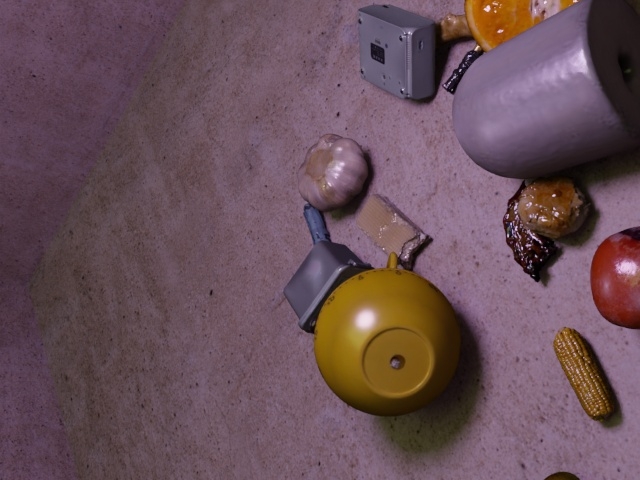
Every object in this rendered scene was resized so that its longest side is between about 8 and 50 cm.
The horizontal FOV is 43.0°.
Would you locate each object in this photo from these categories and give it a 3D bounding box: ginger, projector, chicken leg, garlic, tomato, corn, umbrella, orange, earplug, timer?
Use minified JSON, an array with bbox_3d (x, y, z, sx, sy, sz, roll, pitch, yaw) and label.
[{"bbox_3d":[0.358,-0.539,2.078,0.299,0.118,0.065,-7,52,55],"label":"ginger"},{"bbox_3d":[0.198,-0.503,2.169,0.250,0.108,0.198,40,143,47],"label":"projector"},{"bbox_3d":[0.459,-0.017,1.809,0.105,0.063,0.233,-34,52,29],"label":"chicken leg"},{"bbox_3d":[0.036,-0.185,2.280,0.228,0.152,0.227,-29,49,39],"label":"garlic"},{"bbox_3d":[0.604,0.065,1.502,0.208,0.208,0.184,-4,93,48],"label":"tomato"},{"bbox_3d":[0.526,0.264,1.634,0.068,0.068,0.207,-42,49,32],"label":"corn"},{"bbox_3d":[0.366,-0.439,2.077,0.040,0.037,0.144,44,115,16],"label":"umbrella"},{"bbox_3d":[0.486,-0.519,1.806,0.310,0.274,0.274,-15,61,7],"label":"orange"},{"bbox_3d":[-0.002,0.001,2.333,0.053,0.052,0.250,-39,56,37],"label":"umbrella"},{"bbox_3d":[0.475,-0.289,1.701,0.394,0.313,0.312,-21,62,47],"label":"earplug"},{"bbox_3d":[0.147,0.227,1.904,0.387,0.376,0.376,-104,36,-82],"label":"timer"}]

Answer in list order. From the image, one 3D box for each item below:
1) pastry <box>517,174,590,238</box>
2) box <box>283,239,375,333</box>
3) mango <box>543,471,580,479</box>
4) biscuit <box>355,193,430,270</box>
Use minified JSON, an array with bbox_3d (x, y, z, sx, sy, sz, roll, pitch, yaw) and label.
[{"bbox_3d":[0.496,-0.073,1.738,0.153,0.081,0.153,-10,54,15],"label":"pastry"},{"bbox_3d":[0.018,0.120,2.179,0.135,0.163,0.243,49,116,36],"label":"box"},{"bbox_3d":[0.442,0.572,1.591,0.267,0.111,0.133,-63,25,14],"label":"mango"},{"bbox_3d":[0.185,-0.029,2.127,0.108,0.062,0.239,-60,42,16],"label":"biscuit"}]
